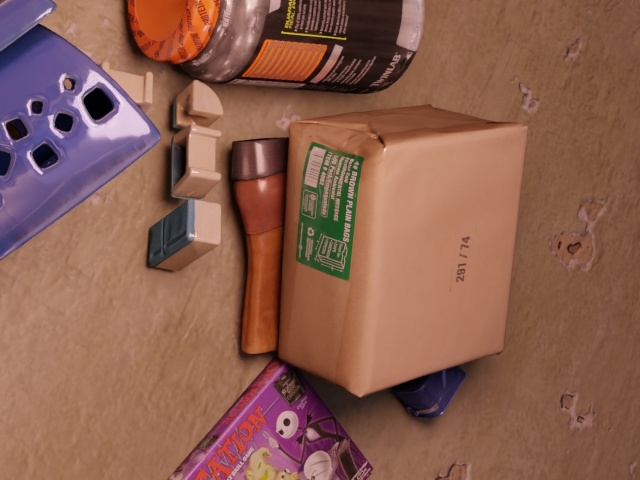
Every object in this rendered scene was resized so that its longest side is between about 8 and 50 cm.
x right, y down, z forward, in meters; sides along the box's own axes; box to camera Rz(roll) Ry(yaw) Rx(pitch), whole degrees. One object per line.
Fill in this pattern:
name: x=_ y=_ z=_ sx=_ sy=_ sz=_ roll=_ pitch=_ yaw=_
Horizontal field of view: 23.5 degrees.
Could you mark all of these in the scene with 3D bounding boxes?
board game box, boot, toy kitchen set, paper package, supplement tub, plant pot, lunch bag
board game box: x=-0.096 y=0.340 z=1.948 sx=0.208 sy=0.056 sz=0.347 roll=52 pitch=60 yaw=-18
boot: x=0.000 y=0.000 z=2.016 sx=0.264 sy=0.096 sz=0.280 roll=-11 pitch=99 yaw=-48
toy kitchen set: x=-0.218 y=-0.087 z=1.861 sx=0.166 sy=0.122 sz=0.207 roll=10 pitch=68 yaw=-27
paper package: x=0.104 y=0.005 z=1.971 sx=0.309 sy=0.168 sz=0.324 roll=-12 pitch=113 yaw=-46
supplement tub: x=-0.054 y=-0.292 z=1.918 sx=0.338 sy=0.207 sz=0.207 roll=1 pitch=87 yaw=-38
plant pot: x=-0.338 y=-0.137 z=1.643 sx=0.236 sy=0.236 sz=0.212 roll=-37 pitch=109 yaw=-9
lunch bag: x=0.151 y=0.201 z=2.129 sx=0.065 sy=0.067 sz=0.098 roll=48 pitch=62 yaw=-24
